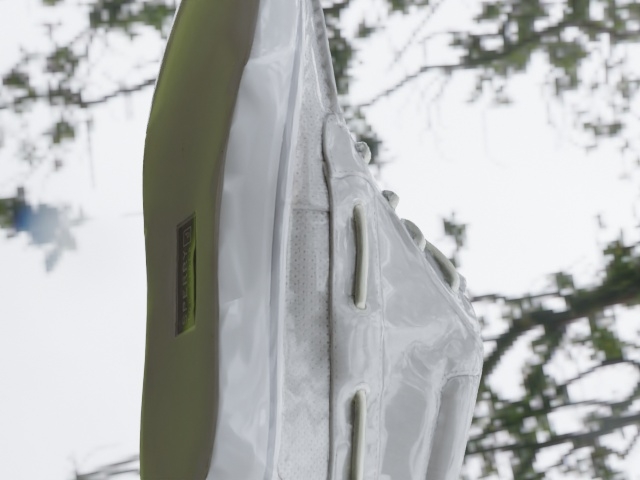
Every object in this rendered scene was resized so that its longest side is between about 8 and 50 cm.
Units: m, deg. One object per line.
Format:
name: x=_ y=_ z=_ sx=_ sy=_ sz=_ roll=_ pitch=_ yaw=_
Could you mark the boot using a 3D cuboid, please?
boot: x=0.000 y=0.000 z=0.645 sx=0.095 sy=0.123 sz=0.258 roll=-22 pitch=-119 yaw=56
